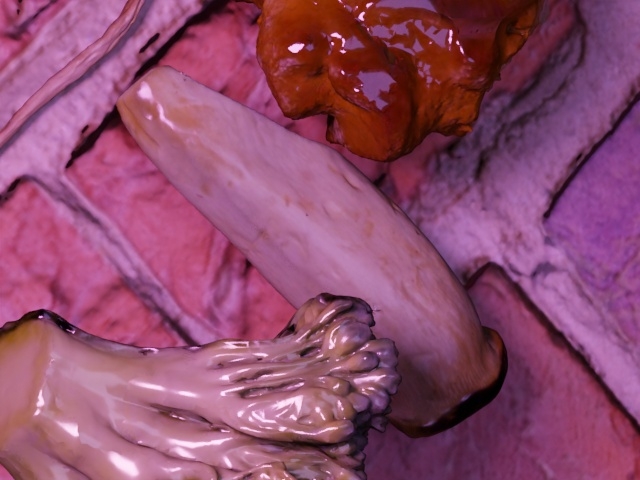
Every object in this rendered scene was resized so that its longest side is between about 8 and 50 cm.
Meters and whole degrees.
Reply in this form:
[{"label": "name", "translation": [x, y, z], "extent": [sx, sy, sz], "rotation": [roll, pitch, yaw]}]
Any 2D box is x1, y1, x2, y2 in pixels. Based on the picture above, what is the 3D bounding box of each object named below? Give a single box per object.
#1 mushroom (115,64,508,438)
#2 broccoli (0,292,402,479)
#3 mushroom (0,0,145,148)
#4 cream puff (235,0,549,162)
[{"label": "mushroom", "translation": [0.002, -0.002, 1.353], "extent": [0.333, 0.087, 0.107], "rotation": [47, 59, -11]}, {"label": "broccoli", "translation": [-0.098, 0.142, 1.197], "extent": [0.245, 0.248, 0.288], "rotation": [31, 73, -27]}, {"label": "mushroom", "translation": [-0.174, -0.102, 1.313], "extent": [0.028, 0.026, 0.286], "rotation": [46, 65, -32]}, {"label": "cream puff", "translation": [0.056, -0.182, 1.341], "extent": [0.269, 0.155, 0.241], "rotation": [-22, 79, -30]}]
